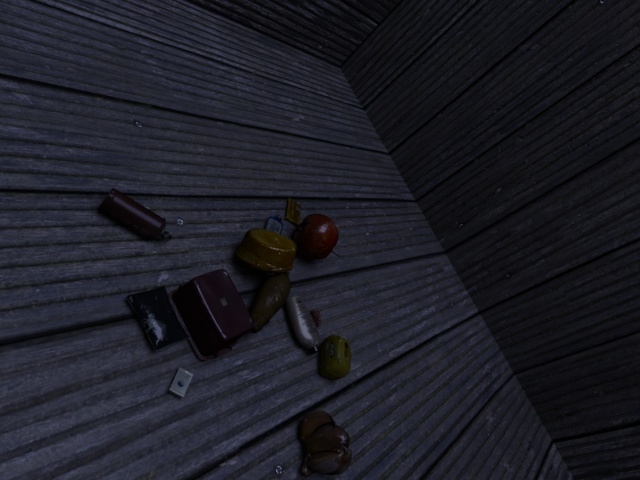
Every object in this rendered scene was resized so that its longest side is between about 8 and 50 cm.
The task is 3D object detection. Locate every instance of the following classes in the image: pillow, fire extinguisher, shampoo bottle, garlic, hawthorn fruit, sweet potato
[{"bbox_3d":[-0.542,0.257,1.392,0.141,0.055,0.209,-15,70,-53],"label":"pillow"},{"bbox_3d":[-0.659,-0.080,1.524,0.268,0.104,0.105,34,39,-24],"label":"fire extinguisher"},{"bbox_3d":[-0.073,0.369,1.810,0.127,0.078,0.257,1,57,-54],"label":"shampoo bottle"},{"bbox_3d":[-0.228,-0.057,2.028,0.087,0.050,0.183,34,39,-21],"label":"shampoo bottle"},{"bbox_3d":[0.024,0.748,1.536,0.160,0.191,0.214,56,14,-41],"label":"garlic"},{"bbox_3d":[0.000,0.000,2.098,0.271,0.241,0.242,39,37,-24],"label":"hawthorn fruit"},{"bbox_3d":[-0.215,0.253,1.695,0.130,0.130,0.423,46,29,-9],"label":"sweet potato"}]

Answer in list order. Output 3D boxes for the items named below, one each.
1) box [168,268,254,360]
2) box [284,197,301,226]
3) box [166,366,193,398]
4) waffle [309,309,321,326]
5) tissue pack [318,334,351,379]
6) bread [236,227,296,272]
[{"bbox_3d":[-0.383,0.253,1.484,0.193,0.167,0.294,-19,75,-52],"label":"box"},{"bbox_3d":[-0.146,-0.152,2.228,0.089,0.022,0.157,32,40,-30],"label":"box"},{"bbox_3d":[-0.454,0.461,1.346,0.054,0.024,0.083,40,36,-21],"label":"box"},{"bbox_3d":[-0.026,0.354,1.880,0.029,0.075,0.084,-3,76,-43],"label":"waffle"},{"bbox_3d":[0.068,0.506,1.814,0.123,0.127,0.178,35,39,-27],"label":"tissue pack"},{"bbox_3d":[-0.226,0.049,1.795,0.268,0.146,0.268,19,17,-6],"label":"bread"}]
